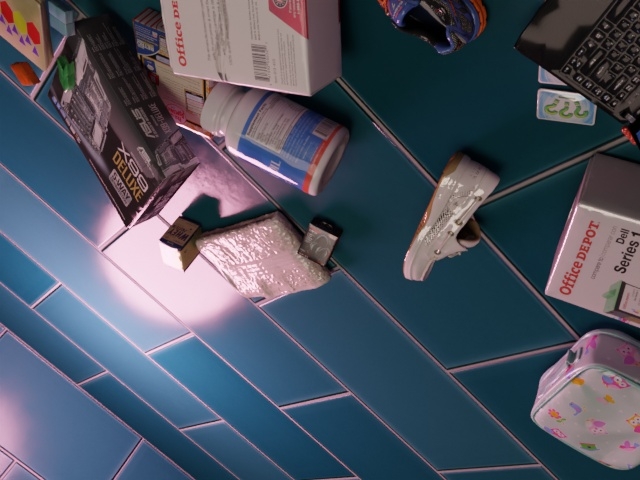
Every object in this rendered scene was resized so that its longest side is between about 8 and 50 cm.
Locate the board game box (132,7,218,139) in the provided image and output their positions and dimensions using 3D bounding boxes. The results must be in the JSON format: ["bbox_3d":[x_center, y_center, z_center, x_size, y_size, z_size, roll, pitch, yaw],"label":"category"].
[{"bbox_3d":[-0.239,-0.280,1.199,0.147,0.045,0.193,25,142,11],"label":"board game box"}]

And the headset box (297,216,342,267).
[{"bbox_3d":[0.000,0.000,1.333,0.062,0.032,0.083,28,123,5],"label":"headset box"}]

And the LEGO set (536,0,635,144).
[{"bbox_3d":[0.382,-0.188,0.842,0.244,0.060,0.182,14,143,23],"label":"LEGO set"}]

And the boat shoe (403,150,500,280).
[{"bbox_3d":[0.209,-0.014,1.126,0.096,0.098,0.277,27,142,10],"label":"boat shoe"}]

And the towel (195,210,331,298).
[{"bbox_3d":[-0.128,0.038,1.473,0.282,0.049,0.187,-15,123,44],"label":"towel"}]

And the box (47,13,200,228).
[{"bbox_3d":[-0.359,-0.203,1.255,0.307,0.077,0.242,59,144,2],"label":"box"}]

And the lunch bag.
[{"bbox_3d":[0.507,0.274,1.224,0.224,0.108,0.279,30,142,9],"label":"lunch bag"}]

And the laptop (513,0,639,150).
[{"bbox_3d":[0.359,-0.200,0.733,0.264,0.136,0.234,37,134,4],"label":"laptop"}]

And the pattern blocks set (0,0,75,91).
[{"bbox_3d":[-0.530,-0.400,1.228,0.325,0.026,0.285,44,141,14],"label":"pattern blocks set"}]

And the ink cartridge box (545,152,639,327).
[{"bbox_3d":[0.473,0.023,0.958,0.278,0.117,0.201,20,141,18],"label":"ink cartridge box"}]

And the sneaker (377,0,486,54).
[{"bbox_3d":[0.105,-0.313,0.876,0.221,0.087,0.083,32,143,1],"label":"sneaker"}]

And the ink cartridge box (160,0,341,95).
[{"bbox_3d":[-0.098,-0.311,0.976,0.237,0.100,0.171,15,126,25],"label":"ink cartridge box"}]

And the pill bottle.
[{"bbox_3d":[-0.076,-0.173,1.136,0.222,0.124,0.124,28,143,8],"label":"pill bottle"}]

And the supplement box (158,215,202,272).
[{"bbox_3d":[-0.303,0.008,1.537,0.056,0.083,0.083,21,142,15],"label":"supplement box"}]
